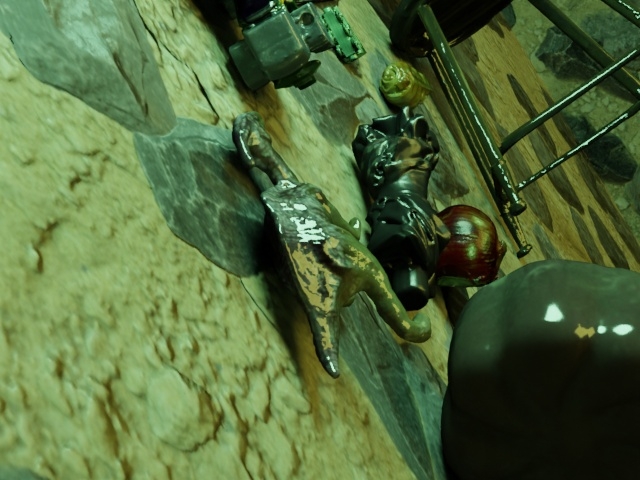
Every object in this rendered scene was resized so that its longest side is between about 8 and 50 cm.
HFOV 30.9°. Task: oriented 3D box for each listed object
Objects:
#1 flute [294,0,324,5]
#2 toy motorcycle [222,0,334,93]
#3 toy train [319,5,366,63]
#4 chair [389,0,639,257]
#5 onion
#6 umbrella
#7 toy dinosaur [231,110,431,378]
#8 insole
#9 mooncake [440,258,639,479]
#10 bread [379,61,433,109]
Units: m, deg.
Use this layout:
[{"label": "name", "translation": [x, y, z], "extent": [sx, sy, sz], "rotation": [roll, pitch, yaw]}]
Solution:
[{"label": "flute", "translation": [-0.011, -0.336, 1.608], "extent": [0.014, 0.014, 0.269], "rotation": [59, 21, -4]}, {"label": "toy motorcycle", "translation": [-0.085, -0.284, 1.210], "extent": [0.274, 0.125, 0.187], "rotation": [61, 11, 1]}, {"label": "toy train", "translation": [0.030, -0.286, 1.609], "extent": [0.083, 0.033, 0.053], "rotation": [61, 15, 1]}, {"label": "chair", "translation": [0.340, -0.265, 1.843], "extent": [0.410, 0.365, 0.362], "rotation": [55, 3, 16]}, {"label": "onion", "translation": [0.179, 0.009, 1.452], "extent": [0.118, 0.119, 0.117], "rotation": [63, -2, 7]}, {"label": "umbrella", "translation": [0.096, -0.031, 1.329], "extent": [0.110, 0.122, 0.272], "rotation": [6, 47, -11]}, {"label": "toy dinosaur", "translation": [-0.006, 0.004, 1.081], "extent": [0.162, 0.077, 0.294], "rotation": [24, 27, -52]}, {"label": "insole", "translation": [0.188, 0.084, 1.520], "extent": [0.110, 0.012, 0.309], "rotation": [38, 30, -44]}, {"label": "mooncake", "translation": [0.259, 0.176, 1.186], "extent": [0.306, 0.306, 0.154], "rotation": [55, 27, -15]}, {"label": "bread", "translation": [0.126, -0.228, 1.723], "extent": [0.110, 0.060, 0.066], "rotation": [11, 81, -66]}]
